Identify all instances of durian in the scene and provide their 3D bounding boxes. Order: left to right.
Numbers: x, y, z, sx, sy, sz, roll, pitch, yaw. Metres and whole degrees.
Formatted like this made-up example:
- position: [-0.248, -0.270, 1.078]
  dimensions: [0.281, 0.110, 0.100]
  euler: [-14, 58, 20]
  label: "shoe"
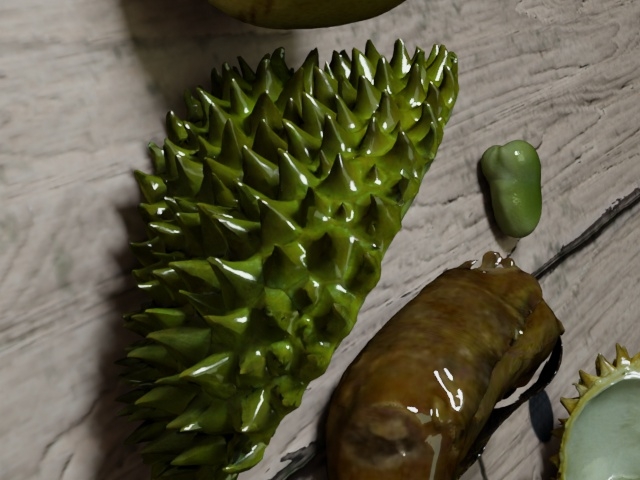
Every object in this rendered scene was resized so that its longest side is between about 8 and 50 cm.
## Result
- position: [-0.003, -0.004, 0.702]
  dimensions: [0.355, 0.157, 0.169]
  euler: [-62, 146, -47]
  label: "durian"
- position: [0.272, 0.209, 1.068]
  dimensions: [0.144, 0.139, 0.252]
  euler: [7, 72, -61]
  label: "durian"

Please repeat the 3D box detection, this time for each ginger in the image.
- position: [0.083, 0.096, 0.847]
  dimensions: [0.309, 0.107, 0.133]
  euler: [-37, 133, -57]
  label: "ginger"

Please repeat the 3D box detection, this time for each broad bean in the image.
- position: [0.161, -0.043, 1.074]
  dimensions: [0.063, 0.045, 0.083]
  euler: [-43, 123, -53]
  label: "broad bean"

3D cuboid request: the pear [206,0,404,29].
- position: [0.002, -0.223, 0.734]
  dimensions: [0.209, 0.209, 0.209]
  euler: [27, 57, -51]
  label: "pear"
